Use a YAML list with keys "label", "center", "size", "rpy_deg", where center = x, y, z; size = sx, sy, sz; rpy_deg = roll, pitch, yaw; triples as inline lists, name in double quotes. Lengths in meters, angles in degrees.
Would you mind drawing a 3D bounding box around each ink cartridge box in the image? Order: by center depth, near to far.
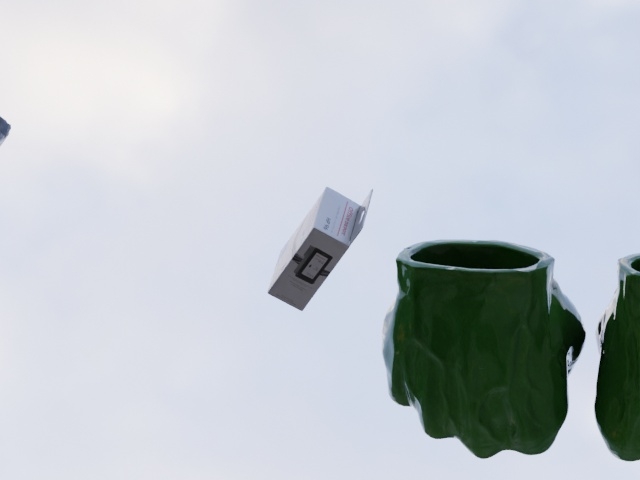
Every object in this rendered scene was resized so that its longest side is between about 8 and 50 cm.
- label: "ink cartridge box"
  center: [0.000, 0.000, 1.291]
  size: [0.028, 0.048, 0.083]
  rpy_deg: [29, -53, -10]

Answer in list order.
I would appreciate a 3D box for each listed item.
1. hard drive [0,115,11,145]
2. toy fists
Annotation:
- label: "hard drive"
  center: [-0.305, -0.048, 0.883]
  size: [0.237, 0.339, 0.064]
  rpy_deg: [39, -62, -3]
- label: "toy fists"
  center: [0.179, 0.077, 1.339]
  size: [0.279, 0.096, 0.142]
  rpy_deg: [3, -73, 12]
